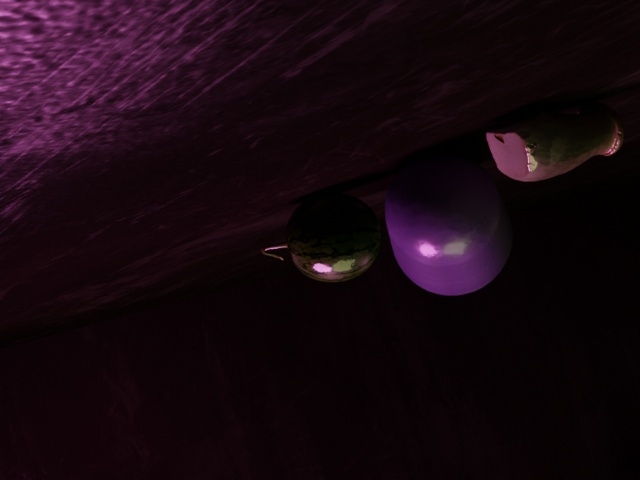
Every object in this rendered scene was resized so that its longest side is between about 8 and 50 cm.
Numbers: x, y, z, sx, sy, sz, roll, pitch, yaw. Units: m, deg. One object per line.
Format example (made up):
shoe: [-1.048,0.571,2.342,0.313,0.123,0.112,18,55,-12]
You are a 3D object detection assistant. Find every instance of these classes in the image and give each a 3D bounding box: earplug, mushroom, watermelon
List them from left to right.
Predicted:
watermelon: [0.000,0.000,1.877,0.187,0.140,0.141,-13,175,-5]
earplug: [0.199,-0.033,1.917,0.215,0.215,0.456,-17,172,6]
mushroom: [0.322,-0.138,1.690,0.247,0.108,0.096,-10,-147,-42]
